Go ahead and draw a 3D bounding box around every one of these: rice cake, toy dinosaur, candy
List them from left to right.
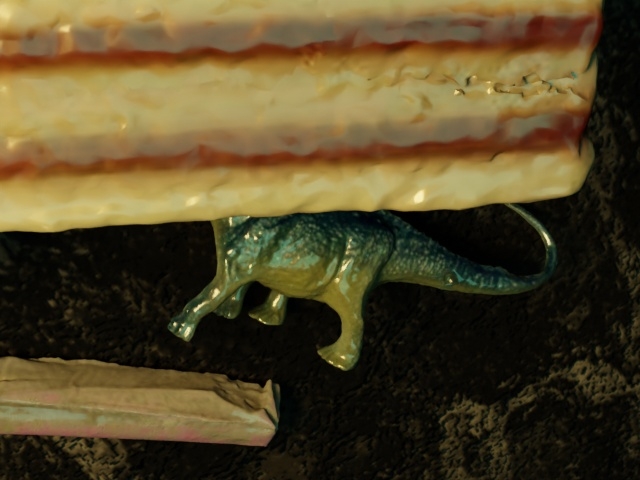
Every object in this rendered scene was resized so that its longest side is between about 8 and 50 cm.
[{"bbox_3d":[-0.153,0.115,0.973,0.270,0.055,0.049,5,125,-23],"label":"rice cake"},{"bbox_3d":[-0.047,-0.099,0.639,0.321,0.179,0.135,-4,118,-6],"label":"candy"},{"bbox_3d":[-0.008,0.009,0.936,0.363,0.076,0.147,18,109,-22],"label":"toy dinosaur"}]
